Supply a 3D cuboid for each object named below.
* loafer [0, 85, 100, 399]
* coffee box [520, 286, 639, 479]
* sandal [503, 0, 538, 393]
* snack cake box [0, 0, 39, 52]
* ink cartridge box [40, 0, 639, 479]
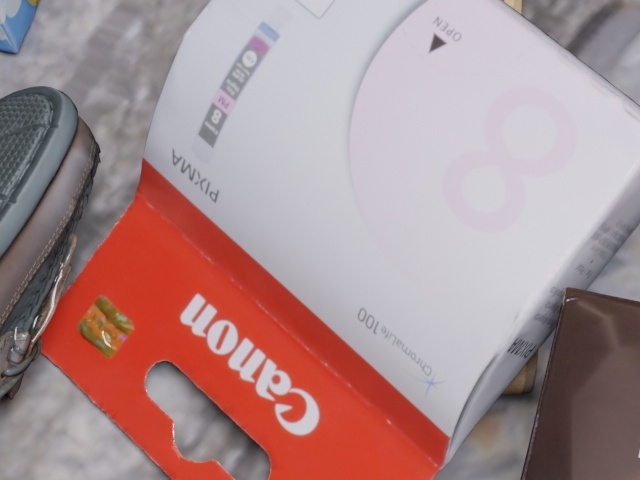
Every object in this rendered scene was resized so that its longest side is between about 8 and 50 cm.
[{"bbox_3d":[-0.169,0.059,0.812,0.096,0.084,0.267,10,60,47],"label":"loafer"},{"bbox_3d":[0.133,0.185,0.691,0.168,0.119,0.297,11,68,11],"label":"coffee box"},{"bbox_3d":[0.044,-0.054,0.822,0.079,0.088,0.240,-1,71,-1],"label":"sandal"},{"bbox_3d":[-0.175,-0.233,0.923,0.152,0.089,0.264,13,68,13],"label":"snack cake box"},{"bbox_3d":[0.000,0.000,0.772,0.189,0.066,0.232,41,93,25],"label":"ink cartridge box"}]
